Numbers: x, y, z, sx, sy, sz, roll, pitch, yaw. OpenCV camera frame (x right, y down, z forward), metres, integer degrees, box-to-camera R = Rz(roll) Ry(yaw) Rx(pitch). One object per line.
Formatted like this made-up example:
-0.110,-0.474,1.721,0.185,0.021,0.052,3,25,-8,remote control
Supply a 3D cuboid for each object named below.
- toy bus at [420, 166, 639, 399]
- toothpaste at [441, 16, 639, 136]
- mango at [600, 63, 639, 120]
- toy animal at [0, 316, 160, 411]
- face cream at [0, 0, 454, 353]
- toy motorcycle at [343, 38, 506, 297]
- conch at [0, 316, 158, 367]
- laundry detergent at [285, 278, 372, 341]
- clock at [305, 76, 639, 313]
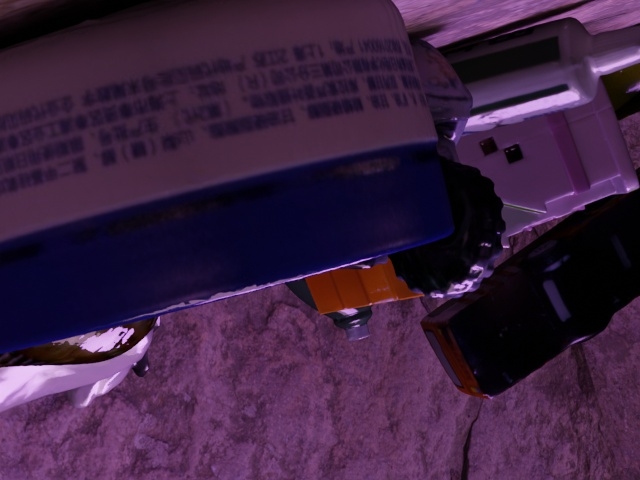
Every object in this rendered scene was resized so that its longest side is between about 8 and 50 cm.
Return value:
0.274,-0.002,1.405,0.408,0.093,0.092,-32,-172,-18,toy bus
0.048,-0.092,1.126,0.392,0.061,0.098,-13,-178,25,toothpaste
0.291,-0.160,1.439,0.165,0.074,0.091,-31,179,27,mango
-0.246,0.056,1.137,0.289,0.174,0.249,-18,180,-15,toy animal
-0.059,-0.029,0.608,0.205,0.111,0.206,-16,180,0,face cream
0.010,-0.048,1.006,0.106,0.159,0.270,-4,-172,-43,toy motorcycle
-0.170,0.003,0.799,0.187,0.124,0.181,15,-152,27,conch
0.000,0.000,1.564,0.137,0.211,0.063,-15,180,-40,laundry detergent
0.090,-0.045,1.356,0.309,0.166,0.235,-20,180,0,clock
